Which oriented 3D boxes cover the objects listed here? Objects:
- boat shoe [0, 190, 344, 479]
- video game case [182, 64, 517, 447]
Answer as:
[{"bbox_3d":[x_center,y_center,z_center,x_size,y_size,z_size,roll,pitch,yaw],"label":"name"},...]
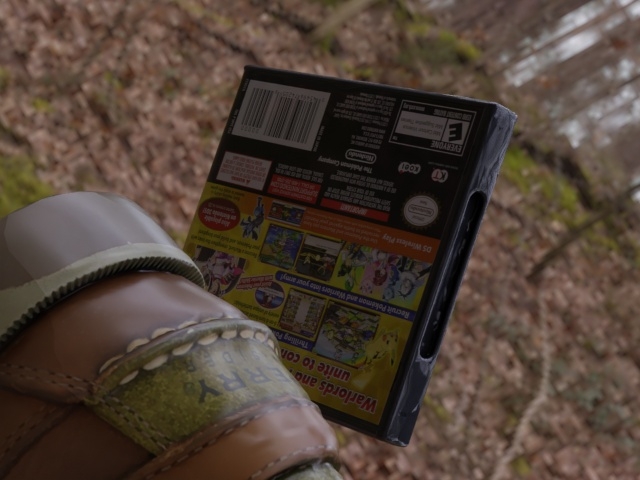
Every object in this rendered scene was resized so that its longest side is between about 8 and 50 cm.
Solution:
[{"bbox_3d":[-0.101,0.137,0.395,0.104,0.307,0.111,44,30,25],"label":"boat shoe"},{"bbox_3d":[0.000,0.000,1.159,0.275,0.248,0.035,15,-5,46],"label":"video game case"}]
